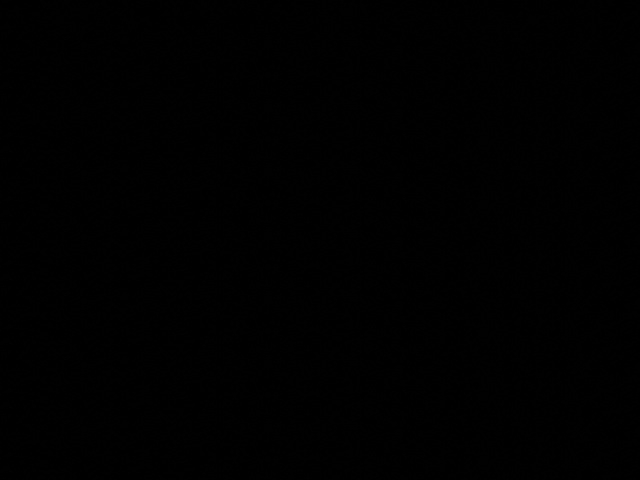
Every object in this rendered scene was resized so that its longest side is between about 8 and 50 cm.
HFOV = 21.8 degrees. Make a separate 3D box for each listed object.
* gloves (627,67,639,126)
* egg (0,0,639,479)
[{"bbox_3d":[0.129,0.000,0.384,0.142,0.119,0.286,-129,19,-68],"label":"gloves"},{"bbox_3d":[0.000,0.000,0.140,0.428,0.345,0.345,25,-135,-51],"label":"egg"}]
